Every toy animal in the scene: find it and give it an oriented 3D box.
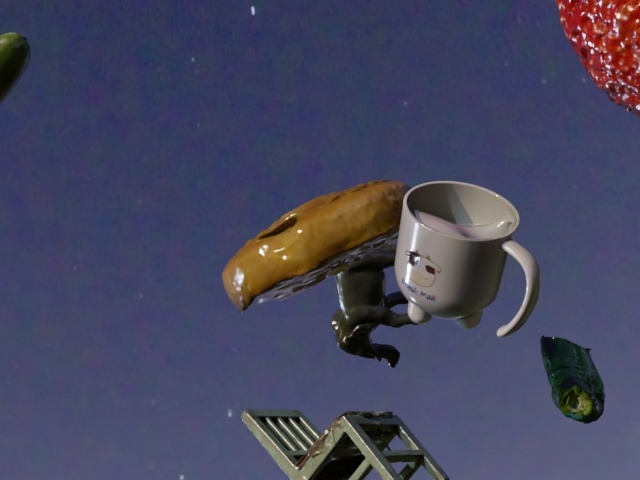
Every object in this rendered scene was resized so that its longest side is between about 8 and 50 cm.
[{"bbox_3d":[0.092,0.107,1.731,0.146,0.244,0.114,-7,0,-18],"label":"toy animal"}]

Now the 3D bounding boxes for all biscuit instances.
[{"bbox_3d":[0.000,0.000,1.358,0.297,0.101,0.296,-25,-4,-2],"label":"biscuit"}]

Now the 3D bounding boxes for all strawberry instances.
[{"bbox_3d":[0.397,-0.269,1.136,0.258,0.276,0.257,-2,-27,-1],"label":"strawberry"}]

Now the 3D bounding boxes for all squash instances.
[{"bbox_3d":[-0.470,-0.172,1.294,0.252,0.066,0.066,-50,-51,-4],"label":"squash"}]

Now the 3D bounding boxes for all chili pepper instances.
[{"bbox_3d":[0.377,0.206,1.478,0.098,0.224,0.061,27,-72,-1],"label":"chili pepper"}]

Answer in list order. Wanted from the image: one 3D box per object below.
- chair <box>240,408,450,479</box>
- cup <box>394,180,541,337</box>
[{"bbox_3d":[0.033,0.294,1.410,0.136,0.270,0.147,14,-63,-49],"label":"chair"},{"bbox_3d":[0.173,0.028,1.154,0.174,0.134,0.141,14,-59,12],"label":"cup"}]
